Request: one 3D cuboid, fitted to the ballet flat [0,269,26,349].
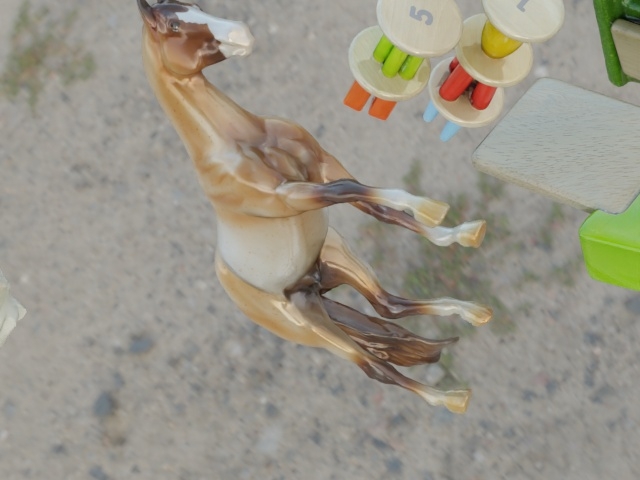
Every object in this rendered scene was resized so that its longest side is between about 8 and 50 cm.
[{"bbox_3d":[-0.246,-0.027,0.465,0.147,0.409,0.147,-17,49,21],"label":"ballet flat"}]

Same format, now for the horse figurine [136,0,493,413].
[{"bbox_3d":[0.000,0.000,0.776,0.174,0.263,0.066,22,65,22],"label":"horse figurine"}]

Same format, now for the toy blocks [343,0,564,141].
[{"bbox_3d":[0.069,-0.103,0.969,0.123,0.148,0.054,-10,67,-22],"label":"toy blocks"}]

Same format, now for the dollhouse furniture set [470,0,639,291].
[{"bbox_3d":[0.193,0.015,0.837,0.151,0.301,0.197,26,64,35],"label":"dollhouse furniture set"}]
